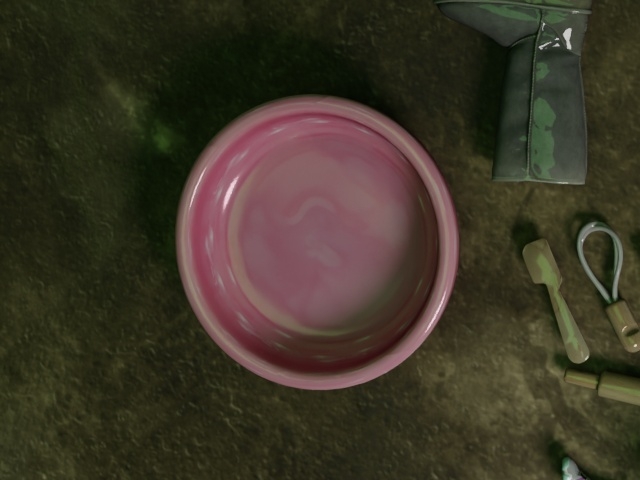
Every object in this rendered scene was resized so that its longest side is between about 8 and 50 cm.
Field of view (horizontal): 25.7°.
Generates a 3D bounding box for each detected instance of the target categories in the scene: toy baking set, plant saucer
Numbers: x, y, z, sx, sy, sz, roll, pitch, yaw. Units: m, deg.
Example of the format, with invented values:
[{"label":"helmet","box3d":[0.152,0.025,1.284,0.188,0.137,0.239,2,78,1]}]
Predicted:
[{"label":"toy baking set","box3d":[0.342,0.083,1.528,0.256,0.030,0.197,8,95,16]},{"label":"plant saucer","box3d":[0.000,0.000,1.596,0.332,0.084,0.332,2,97,18]}]

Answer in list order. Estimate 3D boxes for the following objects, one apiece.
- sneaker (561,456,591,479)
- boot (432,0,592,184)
[{"label":"sneaker","box3d":[0.310,0.278,1.553,0.069,0.038,0.098,-20,99,17]},{"label":"boot","box3d":[0.206,-0.168,1.528,0.189,0.076,0.209,9,105,19]}]
